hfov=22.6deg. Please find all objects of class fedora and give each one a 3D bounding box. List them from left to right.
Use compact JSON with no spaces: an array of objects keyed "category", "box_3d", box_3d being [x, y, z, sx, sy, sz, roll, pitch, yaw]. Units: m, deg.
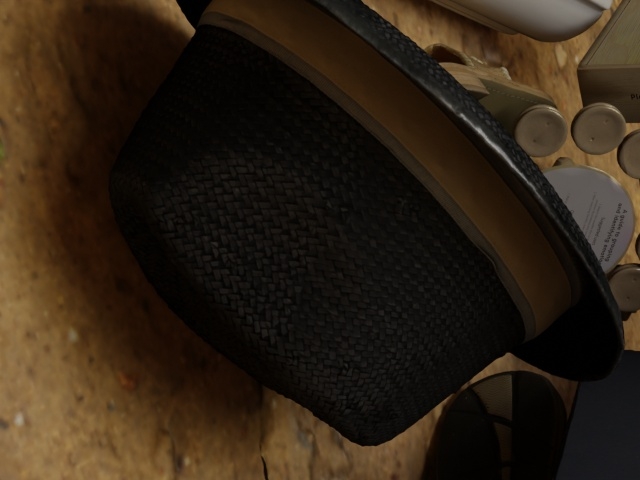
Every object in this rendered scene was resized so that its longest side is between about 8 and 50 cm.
[{"category":"fedora","box_3d":[0.000,0.000,0.850,0.152,0.334,0.334,-48,125,-10]}]

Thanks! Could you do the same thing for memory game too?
[{"category":"memory game","box_3d":[0.167,-0.012,1.102,0.186,0.186,0.012,58,12,-27]}]

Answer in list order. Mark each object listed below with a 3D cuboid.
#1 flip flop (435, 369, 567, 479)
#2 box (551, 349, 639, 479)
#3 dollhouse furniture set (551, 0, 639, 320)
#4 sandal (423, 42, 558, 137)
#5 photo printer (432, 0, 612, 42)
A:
[{"category":"flip flop","box_3d":[0.108,0.211,1.037,0.080,0.112,0.277,64,32,-43]},{"category":"box","box_3d":[0.231,0.266,0.966,0.343,0.179,0.312,-48,137,-69]},{"category":"dollhouse furniture set","box_3d":[0.278,-0.056,1.181,0.161,0.212,0.242,-51,135,-48]},{"category":"sandal","box_3d":[0.090,-0.104,1.090,0.079,0.088,0.240,58,19,17]},{"category":"photo printer","box_3d":[0.085,-0.293,1.103,0.307,0.107,0.256,12,72,-50]}]
